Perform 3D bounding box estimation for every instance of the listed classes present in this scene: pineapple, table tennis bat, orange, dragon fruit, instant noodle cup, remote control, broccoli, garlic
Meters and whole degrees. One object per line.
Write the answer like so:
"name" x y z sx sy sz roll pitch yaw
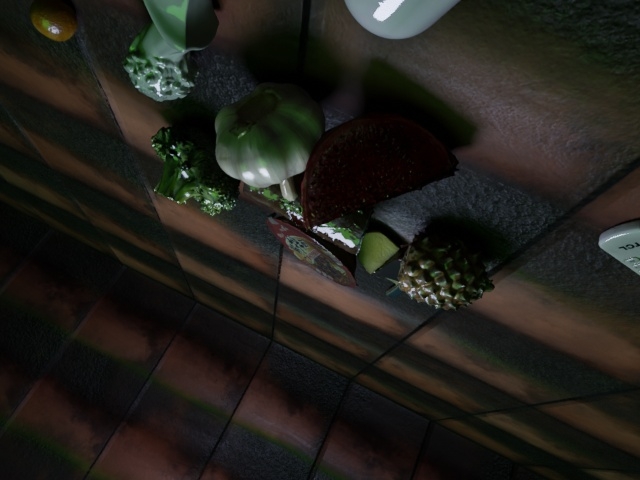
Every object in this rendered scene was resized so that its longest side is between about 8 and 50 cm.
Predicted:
"pineapple" 0.261 0.066 0.920 0.193 0.166 0.166 19 154 4
"table tennis bat" 0.228 0.103 1.143 0.174 0.022 0.301 17 159 -2
"orange" -0.507 -0.421 0.855 0.085 0.085 0.085 23 154 12
"dragon fruit" 0.081 -0.122 0.728 0.262 0.163 0.189 -18 130 2
"instant noodle cup" 0.000 0.000 1.091 0.274 0.090 0.274 35 166 10
"remote control" 0.543 0.033 0.716 0.190 0.029 0.087 33 154 -9
"broccoli" -0.285 -0.161 1.011 0.227 0.176 0.198 13 164 -7
"garlic" -0.070 -0.145 0.791 0.199 0.199 0.226 13 149 29

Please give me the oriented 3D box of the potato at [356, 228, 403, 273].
"potato" 0.122 0.009 1.046 0.103 0.096 0.066 51 -171 -22

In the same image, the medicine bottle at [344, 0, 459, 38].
"medicine bottle" 0.135 -0.303 0.373 0.130 0.130 0.341 35 154 -15

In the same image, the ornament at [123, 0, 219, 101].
"ornament" -0.233 -0.322 0.704 0.120 0.130 0.285 40 152 -13

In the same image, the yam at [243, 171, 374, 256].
"yam" -0.016 -0.085 0.943 0.280 0.131 0.131 29 155 4
